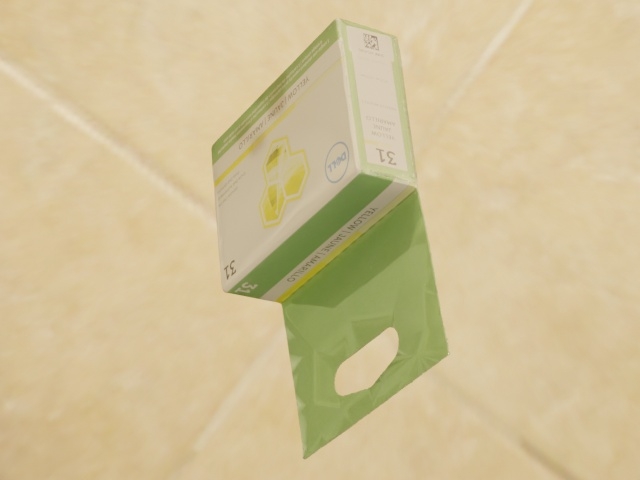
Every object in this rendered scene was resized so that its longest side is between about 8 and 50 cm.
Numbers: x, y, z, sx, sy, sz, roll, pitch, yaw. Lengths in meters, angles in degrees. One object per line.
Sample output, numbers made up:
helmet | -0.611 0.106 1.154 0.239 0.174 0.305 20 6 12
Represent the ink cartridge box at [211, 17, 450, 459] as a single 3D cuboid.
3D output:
ink cartridge box | 0.000 0.000 1.294 0.056 0.171 0.235 14 55 -30
